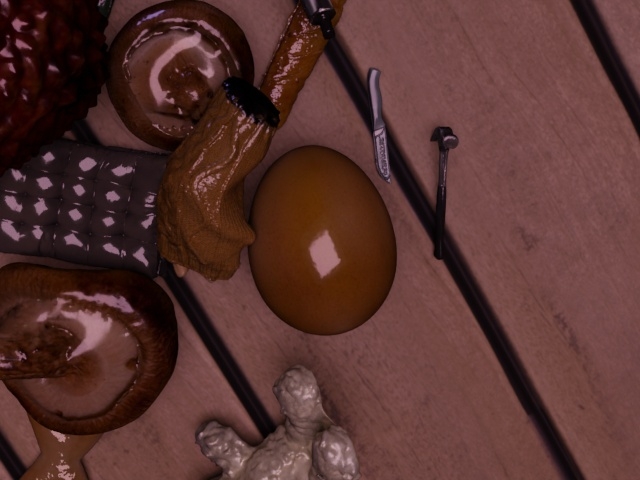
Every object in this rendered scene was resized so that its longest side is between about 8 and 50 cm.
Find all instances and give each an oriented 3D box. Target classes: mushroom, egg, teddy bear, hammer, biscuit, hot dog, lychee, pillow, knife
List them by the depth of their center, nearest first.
[{"bbox_3d":[-0.526,-0.292,1.341,0.425,0.500,0.424,-11,109,-34],"label":"lychee"},{"bbox_3d":[-0.234,-0.275,1.523,0.253,0.153,0.253,-1,102,-5],"label":"mushroom"},{"bbox_3d":[-0.417,0.189,1.525,0.346,0.259,0.345,2,113,6],"label":"mushroom"},{"bbox_3d":[0.000,0.000,1.539,0.250,0.250,0.322,-10,91,-3],"label":"egg"},{"bbox_3d":[-0.407,-0.070,1.571,0.327,0.101,0.228,11,99,-5],"label":"pillow"},{"bbox_3d":[-0.141,0.447,1.575,0.362,0.375,0.327,-23,58,-18],"label":"teddy bear"},{"bbox_3d":[-0.038,-0.323,1.581,0.088,0.061,0.285,20,98,-19],"label":"hot dog"},{"bbox_3d":[0.104,-0.204,1.633,0.028,0.015,0.210,-8,100,-9],"label":"knife"},{"bbox_3d":[0.216,-0.084,1.638,0.029,0.103,0.246,-2,113,-5],"label":"hammer"},{"bbox_3d":[-0.472,0.395,1.666,0.164,0.047,0.207,11,98,-8],"label":"biscuit"}]

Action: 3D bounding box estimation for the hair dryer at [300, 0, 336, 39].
[{"bbox_3d":[-0.100,-0.459,1.465,0.321,0.155,0.284,-11,56,-6],"label":"hair dryer"}]

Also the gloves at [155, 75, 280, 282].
[{"bbox_3d":[-0.177,-0.090,1.467,0.156,0.203,0.356,9,118,-20],"label":"gloves"}]

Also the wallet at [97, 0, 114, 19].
[{"bbox_3d":[-0.475,-0.401,1.535,0.236,0.055,0.160,20,104,-8],"label":"wallet"}]
